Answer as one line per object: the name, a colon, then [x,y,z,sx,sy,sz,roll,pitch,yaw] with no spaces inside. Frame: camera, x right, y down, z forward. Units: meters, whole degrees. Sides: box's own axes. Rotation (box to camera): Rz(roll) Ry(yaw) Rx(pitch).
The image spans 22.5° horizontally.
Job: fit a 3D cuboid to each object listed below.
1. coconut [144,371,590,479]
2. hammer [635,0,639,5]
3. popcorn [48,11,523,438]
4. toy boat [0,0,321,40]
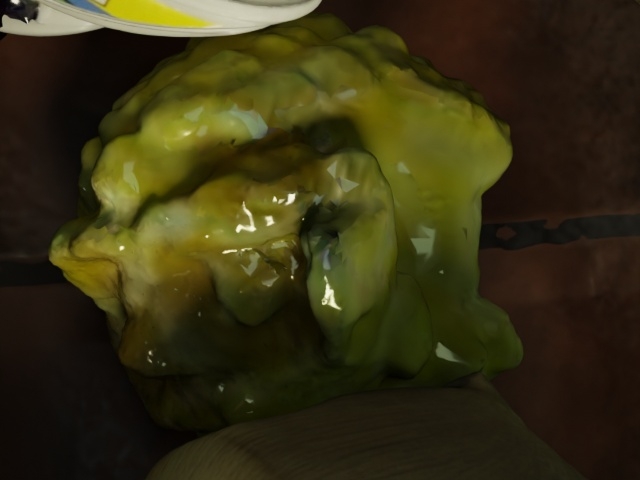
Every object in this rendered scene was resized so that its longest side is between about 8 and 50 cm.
coconut: [0.025,0.142,0.491,0.224,0.224,0.224,3,81,-19]
hammer: [0.030,-0.132,0.658,0.292,0.058,0.029,6,75,-14]
popcorn: [-0.005,0.004,0.584,0.173,0.142,0.173,19,54,-28]
toy boat: [-0.124,-0.150,0.557,0.141,0.141,0.269,-41,90,-20]
